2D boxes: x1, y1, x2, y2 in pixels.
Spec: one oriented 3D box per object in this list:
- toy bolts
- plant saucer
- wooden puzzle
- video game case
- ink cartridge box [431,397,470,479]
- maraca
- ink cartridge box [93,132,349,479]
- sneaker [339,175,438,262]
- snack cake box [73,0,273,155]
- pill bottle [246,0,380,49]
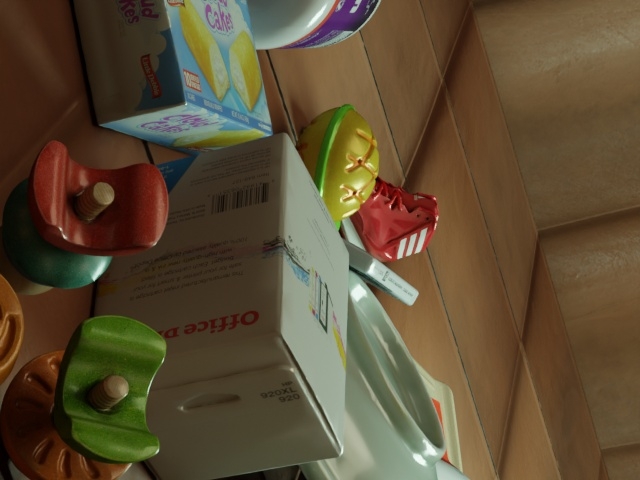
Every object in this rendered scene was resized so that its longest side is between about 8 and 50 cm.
[{"bbox_3d":[-0.215,0.051,1.368,0.218,0.158,0.228,19,61,-25],"label":"toy bolts"},{"bbox_3d":[0.034,0.143,1.964,0.400,0.100,0.400,59,9,-16],"label":"plant saucer"},{"bbox_3d":[0.121,0.256,2.503,0.239,0.044,0.221,39,41,-59],"label":"wooden puzzle"},{"bbox_3d":[0.000,0.000,2.049,0.022,0.190,0.173,-59,158,-2],"label":"video game case"},{"bbox_3d":[0.152,0.288,2.420,0.189,0.066,0.232,36,48,-61],"label":"ink cartridge box"},{"bbox_3d":[0.014,-0.068,2.282,0.127,0.099,0.185,-33,134,-66],"label":"maraca"},{"bbox_3d":[-0.081,0.061,1.673,0.232,0.171,0.168,-88,159,-43],"label":"ink cartridge box"},{"bbox_3d":[0.073,-0.066,2.420,0.087,0.128,0.221,-87,159,-45],"label":"sneaker"},{"bbox_3d":[-0.135,-0.173,1.832,0.264,0.089,0.152,11,67,-74],"label":"snack cake box"},{"bbox_3d":[-0.032,-0.298,2.132,0.323,0.181,0.181,-24,101,-75],"label":"pill bottle"}]
